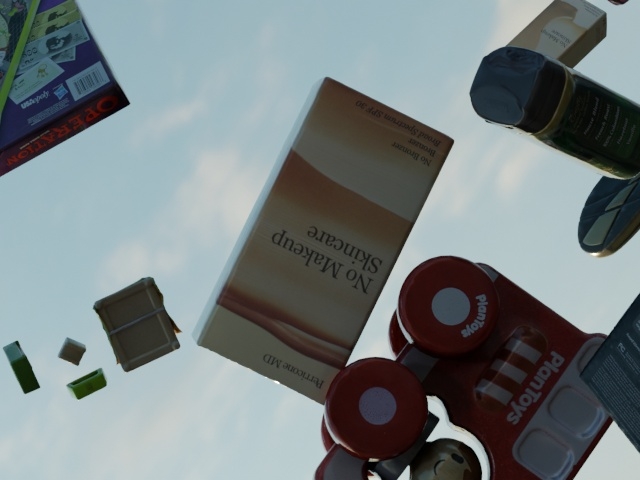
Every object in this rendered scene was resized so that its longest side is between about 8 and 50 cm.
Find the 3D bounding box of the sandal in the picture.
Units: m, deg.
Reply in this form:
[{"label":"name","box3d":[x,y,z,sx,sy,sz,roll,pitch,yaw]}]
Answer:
[{"label":"sandal","box3d":[0.440,-0.085,2.303,0.303,0.120,0.086,-47,-68,-17]}]

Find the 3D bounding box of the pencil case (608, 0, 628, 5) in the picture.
[{"label":"pencil case","box3d":[0.332,-0.286,1.614,0.209,0.095,0.098,-24,-37,24]}]

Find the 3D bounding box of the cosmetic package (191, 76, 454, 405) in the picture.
[{"label":"cosmetic package","box3d":[0.000,0.000,1.853,0.129,0.153,0.296,-165,100,-85]}]

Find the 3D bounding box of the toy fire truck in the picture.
[{"label":"toy fire truck","box3d":[0.147,0.177,1.833,0.302,0.254,0.169,-54,-8,-14]}]

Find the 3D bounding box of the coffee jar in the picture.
[{"label":"coffee jar","box3d":[0.231,-0.122,1.751,0.184,0.096,0.079,20,-89,-40]}]

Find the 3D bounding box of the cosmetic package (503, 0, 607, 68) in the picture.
[{"label":"cosmetic package","box3d":[0.248,-0.210,1.964,0.115,0.060,0.041,-44,-30,-21]}]

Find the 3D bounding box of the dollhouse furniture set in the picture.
[{"label":"dollhouse furniture set","box3d":[-0.205,0.091,1.656,0.151,0.058,0.076,-26,-75,-9]}]

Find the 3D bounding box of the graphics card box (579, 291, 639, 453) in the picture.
[{"label":"graphics card box","box3d":[0.384,0.071,1.481,0.094,0.233,0.371,-12,-37,-40]}]

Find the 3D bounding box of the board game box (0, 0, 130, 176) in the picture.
[{"label":"board game box","box3d":[-0.366,-0.125,1.675,0.346,0.208,0.056,-28,-24,1]}]
